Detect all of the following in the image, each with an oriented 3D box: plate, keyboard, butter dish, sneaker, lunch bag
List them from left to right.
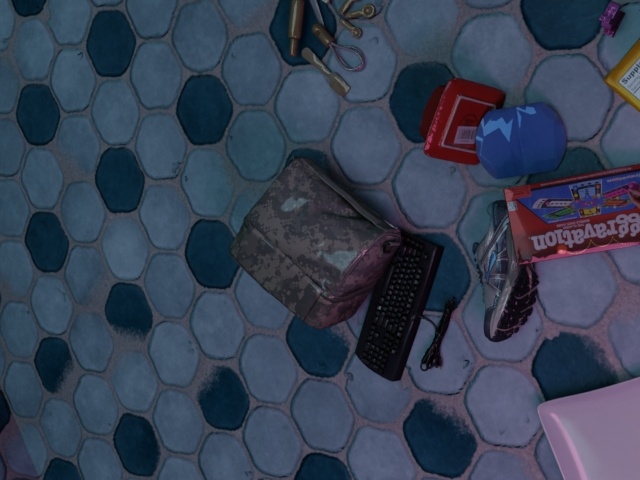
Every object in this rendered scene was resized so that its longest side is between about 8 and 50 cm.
[{"bbox_3d":[0.000,0.000,1.921,0.305,0.212,0.256,43,121,23],"label":"lunch bag"},{"bbox_3d":[0.190,0.152,1.927,0.201,0.033,0.317,24,108,28],"label":"keyboard"},{"bbox_3d":[0.255,-0.243,1.791,0.118,0.160,0.160,38,115,48],"label":"butter dish"},{"bbox_3d":[0.355,0.055,1.783,0.122,0.110,0.283,17,97,42],"label":"sneaker"},{"bbox_3d":[0.577,0.398,1.698,0.277,0.045,0.278,-24,82,31],"label":"plate"}]

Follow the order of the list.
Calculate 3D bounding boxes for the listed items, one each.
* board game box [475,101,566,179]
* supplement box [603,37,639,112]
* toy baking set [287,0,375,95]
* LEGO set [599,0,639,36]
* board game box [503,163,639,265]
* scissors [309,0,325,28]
[{"bbox_3d":[0.384,-0.193,1.758,0.169,0.033,0.133,-9,101,15],"label":"board game box"},{"bbox_3d":[0.675,-0.219,1.480,0.356,0.195,0.194,47,117,19],"label":"supplement box"},{"bbox_3d":[0.015,-0.448,1.964,0.197,0.030,0.256,17,105,24],"label":"toy baking set"},{"bbox_3d":[0.570,-0.451,1.581,0.087,0.093,0.227,34,112,25],"label":"LEGO set"},{"bbox_3d":[0.485,-0.049,1.659,0.281,0.027,0.145,-11,91,11],"label":"board game box"},{"bbox_3d":[-0.033,-0.589,1.994,0.109,0.021,0.297,-40,74,29],"label":"scissors"}]
